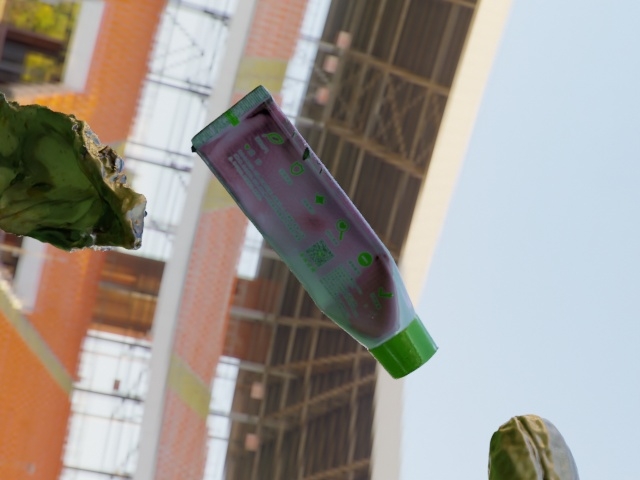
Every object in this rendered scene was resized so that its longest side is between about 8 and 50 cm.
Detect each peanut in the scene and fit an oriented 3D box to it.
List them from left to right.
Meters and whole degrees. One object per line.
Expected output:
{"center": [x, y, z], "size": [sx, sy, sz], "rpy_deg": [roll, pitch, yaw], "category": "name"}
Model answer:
{"center": [0.179, 0.228, 1.002], "size": [0.080, 0.080, 0.174], "rpy_deg": [130, -42, -58], "category": "peanut"}

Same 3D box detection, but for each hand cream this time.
{"center": [0.000, 0.000, 1.058], "size": [0.079, 0.275, 0.050], "rpy_deg": [-38, -173, -9], "category": "hand cream"}

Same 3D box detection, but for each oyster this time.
{"center": [-0.231, -0.045, 1.018], "size": [0.345, 0.078, 0.129], "rpy_deg": [20, -98, 47], "category": "oyster"}
